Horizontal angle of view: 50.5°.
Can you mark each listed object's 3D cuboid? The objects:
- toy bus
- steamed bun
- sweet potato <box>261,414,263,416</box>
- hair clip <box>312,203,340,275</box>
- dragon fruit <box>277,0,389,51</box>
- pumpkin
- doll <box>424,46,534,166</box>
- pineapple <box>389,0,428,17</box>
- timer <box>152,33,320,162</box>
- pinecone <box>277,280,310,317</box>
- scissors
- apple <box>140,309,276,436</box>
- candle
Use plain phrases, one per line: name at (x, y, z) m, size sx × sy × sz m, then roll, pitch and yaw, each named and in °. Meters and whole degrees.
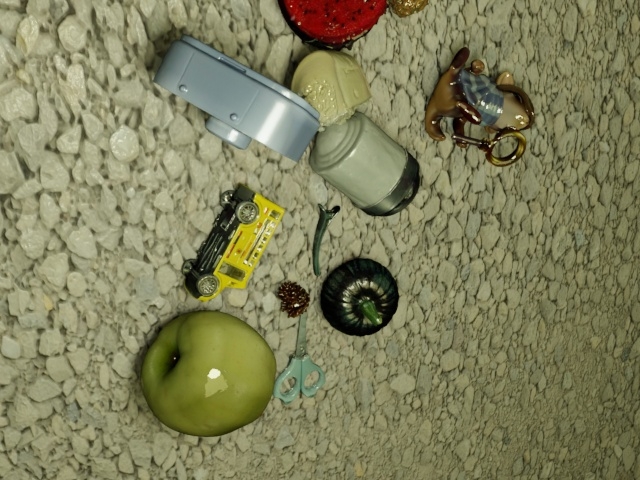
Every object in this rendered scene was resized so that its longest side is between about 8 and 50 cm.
toy bus at (-0.240, 0.018, 1.851) m, size 0.152 × 0.144 × 0.330 m, roll 27°, pitch 93°, yaw -34°
steamed bun at (0.027, -0.393, 1.790) m, size 0.226 × 0.171 × 0.199 m, roll -23°, pitch 91°, yaw -60°
sweet potato at (-0.203, 0.514, 2.133) m, size 0.034 × 0.034 × 0.095 m, roll -22°, pitch 107°, yaw -19°
hair clip at (0.000, 0.000, 2.042) m, size 0.070 × 0.039 × 0.229 m, roll 4°, pitch 112°, yaw -29°
dragon fruit at (0.022, -0.628, 1.758) m, size 0.344 × 0.100 × 0.282 m, roll -9°, pitch 128°, yaw -25°
pumpkin at (0.131, 0.184, 2.056) m, size 0.248 × 0.248 × 0.247 m, roll -10°, pitch 114°, yaw -25°
doll at (0.486, -0.395, 2.037) m, size 0.340 × 0.209 × 0.317 m, roll 3°, pitch 111°, yaw -32°
pineapple at (0.203, -0.730, 1.816) m, size 0.125 × 0.125 × 0.251 m, roll -32°, pitch 117°, yaw -14°
timer at (-0.184, -0.312, 1.632) m, size 0.395 × 0.395 × 0.173 m, roll 25°, pitch 96°, yaw -33°
pinecone at (-0.080, 0.173, 2.034) m, size 0.102 × 0.102 × 0.109 m, roll -20°, pitch 90°, yaw -20°
scissors at (-0.062, 0.351, 2.148) m, size 0.191 × 0.029 × 0.359 m, roll -9°, pitch 111°, yaw -30°
apple at (-0.300, 0.368, 1.846) m, size 0.358 × 0.357 × 0.356 m, roll -10°, pitch 114°, yaw -25°
candle at (0.108, -0.225, 1.897) m, size 0.343 × 0.221 × 0.221 m, roll 36°, pitch 90°, yaw -33°
